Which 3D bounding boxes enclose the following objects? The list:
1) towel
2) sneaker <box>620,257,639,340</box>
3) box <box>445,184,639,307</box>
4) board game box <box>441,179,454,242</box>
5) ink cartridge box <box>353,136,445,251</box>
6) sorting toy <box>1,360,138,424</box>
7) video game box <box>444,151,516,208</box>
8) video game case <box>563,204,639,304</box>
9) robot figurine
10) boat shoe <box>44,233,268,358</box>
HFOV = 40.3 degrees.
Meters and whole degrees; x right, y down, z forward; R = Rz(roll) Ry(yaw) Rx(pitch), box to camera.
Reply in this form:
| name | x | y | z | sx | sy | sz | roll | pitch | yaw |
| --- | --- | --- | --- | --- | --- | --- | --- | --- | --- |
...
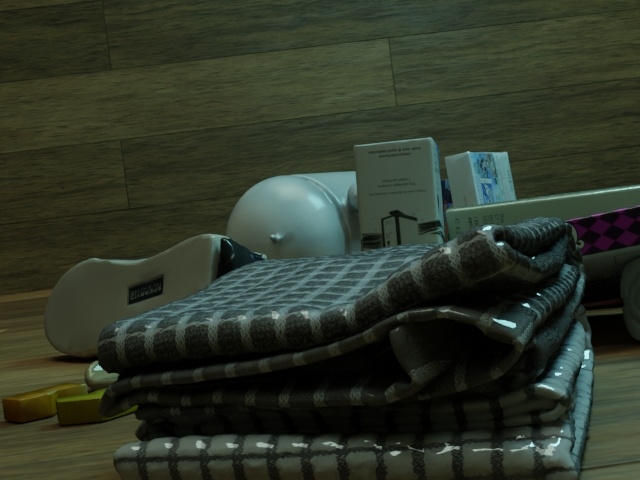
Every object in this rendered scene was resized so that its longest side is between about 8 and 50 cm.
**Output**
| name | x | y | z | sx | sy | sz | roll | pitch | yaw |
| --- | --- | --- | --- | --- | --- | --- | --- | --- | --- |
| towel | 0.034 | 0.056 | 0.516 | 0.235 | 0.121 | 0.284 | -7 | 1 | 20 |
| sneaker | 0.326 | 0.038 | 0.635 | 0.095 | 0.090 | 0.235 | 2 | 0 | -19 |
| box | 0.268 | 0.011 | 1.000 | 0.233 | 0.126 | 0.148 | -6 | 1 | 12 |
| board game box | 0.256 | -0.026 | 1.526 | 0.141 | 0.170 | 0.048 | -6 | -8 | 43 |
| ink cartridge box | 0.092 | -0.003 | 0.951 | 0.086 | 0.203 | 0.148 | -5 | 2 | 10 |
| sorting toy | -0.104 | 0.106 | 0.775 | 0.229 | 0.041 | 0.307 | -6 | 2 | 42 |
| video game box | 0.265 | -0.036 | 1.372 | 0.048 | 0.205 | 0.187 | -11 | -1 | 28 |
| video game case | 0.222 | 0.027 | 0.808 | 0.232 | 0.041 | 0.210 | -13 | -18 | 19 |
| robot figurine | 0.000 | 0.000 | 1.296 | 0.300 | 0.199 | 0.354 | -40 | -19 | 34 |
| boat shoe | -0.176 | 0.084 | 1.046 | 0.341 | 0.127 | 0.158 | -11 | -23 | 39 |
